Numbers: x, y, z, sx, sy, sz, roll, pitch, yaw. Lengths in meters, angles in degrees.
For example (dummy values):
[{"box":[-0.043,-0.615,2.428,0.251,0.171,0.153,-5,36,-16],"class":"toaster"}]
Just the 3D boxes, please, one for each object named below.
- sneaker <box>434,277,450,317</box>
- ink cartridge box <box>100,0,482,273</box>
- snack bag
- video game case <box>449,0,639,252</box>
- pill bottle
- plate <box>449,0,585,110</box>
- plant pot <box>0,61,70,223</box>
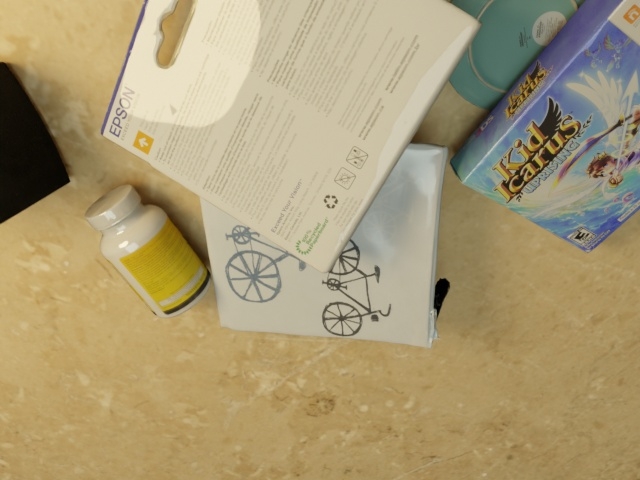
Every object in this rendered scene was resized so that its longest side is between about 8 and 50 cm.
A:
[{"box":[0.144,0.108,0.838,0.051,0.089,0.170,16,121,-11],"class":"sneaker"},{"box":[-0.049,-0.178,0.620,0.330,0.071,0.324,32,114,3],"class":"ink cartridge box"},{"box":[0.000,0.000,0.753,0.342,0.037,0.323,3,118,12],"class":"snack bag"},{"box":[0.341,-0.132,0.671,0.244,0.061,0.270,24,122,-22],"class":"video game case"},{"box":[-0.243,0.015,0.774,0.103,0.103,0.184,-21,122,15],"class":"pill bottle"},{"box":[0.236,-0.237,0.639,0.188,0.024,0.188,1,124,1],"class":"plate"},{"box":[-0.446,-0.120,0.649,0.187,0.187,0.167,-3,111,3],"class":"plant pot"}]
